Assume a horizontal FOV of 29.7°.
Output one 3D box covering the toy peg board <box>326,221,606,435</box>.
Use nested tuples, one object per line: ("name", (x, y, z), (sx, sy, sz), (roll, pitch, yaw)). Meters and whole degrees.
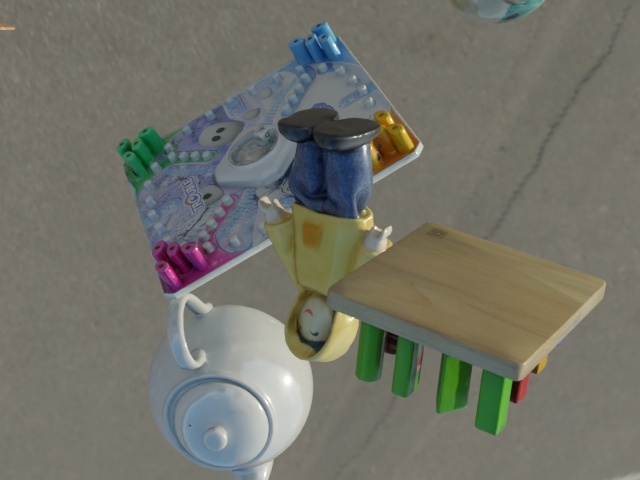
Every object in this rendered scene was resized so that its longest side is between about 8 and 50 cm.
("toy peg board", (0.111, 0.068, 0.934), (0.160, 0.161, 0.079), (-31, 134, -50))

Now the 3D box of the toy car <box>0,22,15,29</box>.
("toy car", (-0.424, -0.268, 1.247), (0.238, 0.210, 0.219), (29, 99, -8))

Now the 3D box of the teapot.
("teapot", (-0.133, 0.220, 1.665), (0.256, 0.187, 0.252), (27, 114, -5))

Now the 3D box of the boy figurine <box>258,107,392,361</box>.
("boy figurine", (0.000, 0.000, 1.321), (0.092, 0.177, 0.285), (-25, 127, -47))

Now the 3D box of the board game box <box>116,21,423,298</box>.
("board game box", (-0.094, -0.131, 1.705), (0.390, 0.390, 0.050), (-30, 126, 1))

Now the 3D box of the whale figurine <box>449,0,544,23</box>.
("whale figurine", (0.242, -0.380, 1.457), (0.141, 0.216, 0.272), (-4, 155, -17))
